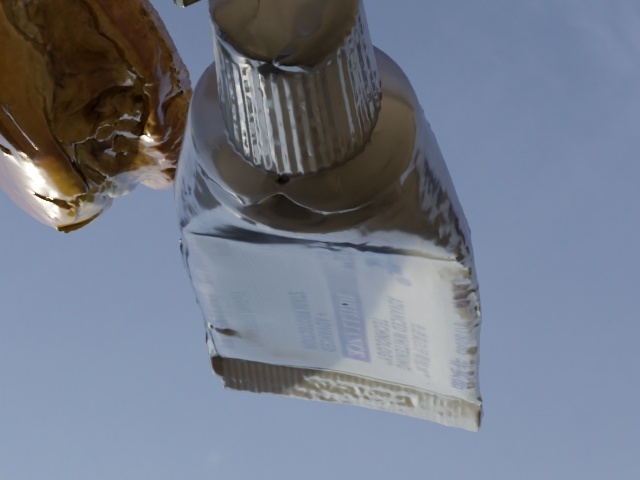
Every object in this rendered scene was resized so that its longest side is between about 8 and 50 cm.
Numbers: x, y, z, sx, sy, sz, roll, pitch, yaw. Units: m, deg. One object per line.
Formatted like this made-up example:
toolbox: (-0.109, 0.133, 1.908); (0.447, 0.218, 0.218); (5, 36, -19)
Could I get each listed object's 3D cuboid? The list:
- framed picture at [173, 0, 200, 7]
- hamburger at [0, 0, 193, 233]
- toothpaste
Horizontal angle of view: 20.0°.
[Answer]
framed picture: (-0.027, -0.195, 0.939); (0.149, 0.011, 0.109); (-27, -61, -35)
hamburger: (-0.215, -0.162, 1.367); (0.170, 0.314, 0.290); (-25, -45, -7)
toothpaste: (-0.001, -0.001, 0.611); (0.068, 0.099, 0.282); (-45, -23, -19)
